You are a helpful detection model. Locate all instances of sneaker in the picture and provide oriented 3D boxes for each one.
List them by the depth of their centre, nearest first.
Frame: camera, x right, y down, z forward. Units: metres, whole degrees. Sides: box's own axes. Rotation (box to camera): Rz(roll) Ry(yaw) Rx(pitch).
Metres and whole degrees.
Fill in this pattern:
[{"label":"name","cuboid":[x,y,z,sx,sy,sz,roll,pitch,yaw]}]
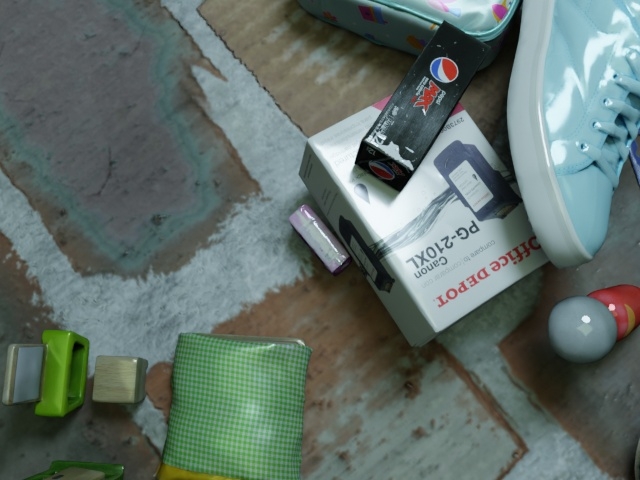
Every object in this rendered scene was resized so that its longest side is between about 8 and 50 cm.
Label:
[{"label":"sneaker","cuboid":[0.276,-0.155,0.636,0.150,0.135,0.365,-7,70,41]}]

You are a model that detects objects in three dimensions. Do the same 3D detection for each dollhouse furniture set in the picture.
[{"label":"dollhouse furniture set","cuboid":[-0.168,0.193,0.692,0.302,0.151,0.197,2,81,5]}]

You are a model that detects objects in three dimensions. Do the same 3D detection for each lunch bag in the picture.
[{"label":"lunch bag","cuboid":[0.112,-0.344,0.776,0.279,0.108,0.224,24,84,8]}]

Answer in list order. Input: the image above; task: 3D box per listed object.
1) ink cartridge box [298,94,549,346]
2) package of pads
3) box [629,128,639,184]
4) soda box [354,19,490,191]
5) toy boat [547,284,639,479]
[{"label":"ink cartridge box","cuboid":[0.113,-0.032,0.713,0.172,0.100,0.237,-30,79,-15]},{"label":"package of pads","cuboid":[0.000,0.000,0.760,0.032,0.050,0.083,-39,79,-1]},{"label":"box","cuboid":[0.465,-0.128,0.750,0.225,0.036,0.136,-15,80,4]},{"label":"soda box","cuboid":[0.102,-0.135,0.663,0.060,0.053,0.169,32,71,3]},{"label":"toy boat","cuboid":[0.356,0.170,0.627,0.318,0.148,0.267,51,132,27]}]
